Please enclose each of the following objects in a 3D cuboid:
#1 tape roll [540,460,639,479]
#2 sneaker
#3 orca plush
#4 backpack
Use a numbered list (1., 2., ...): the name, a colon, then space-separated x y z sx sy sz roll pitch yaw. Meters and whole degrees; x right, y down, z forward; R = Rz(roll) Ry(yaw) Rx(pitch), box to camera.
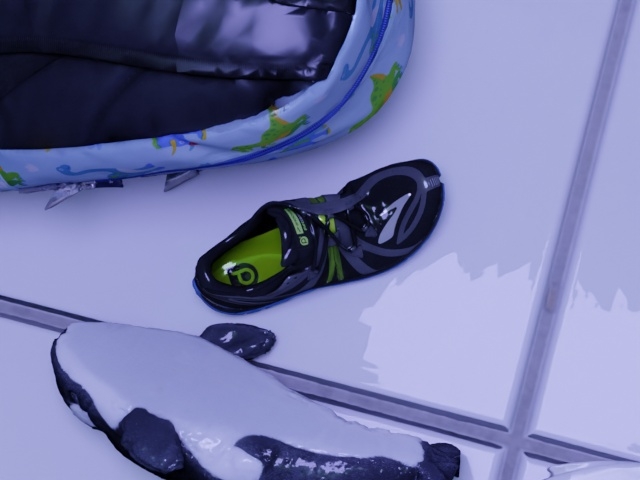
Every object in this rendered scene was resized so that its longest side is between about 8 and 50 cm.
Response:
1. tape roll: 0.195 0.282 1.099 0.286 0.100 0.286 -1 81 9
2. sneaker: 0.000 0.000 1.185 0.188 0.078 0.067 -23 79 4
3. orca plush: -0.048 0.140 1.185 0.287 0.102 0.151 8 37 0
4. backpack: -0.115 -0.166 1.160 0.355 0.273 0.290 -6 77 30
